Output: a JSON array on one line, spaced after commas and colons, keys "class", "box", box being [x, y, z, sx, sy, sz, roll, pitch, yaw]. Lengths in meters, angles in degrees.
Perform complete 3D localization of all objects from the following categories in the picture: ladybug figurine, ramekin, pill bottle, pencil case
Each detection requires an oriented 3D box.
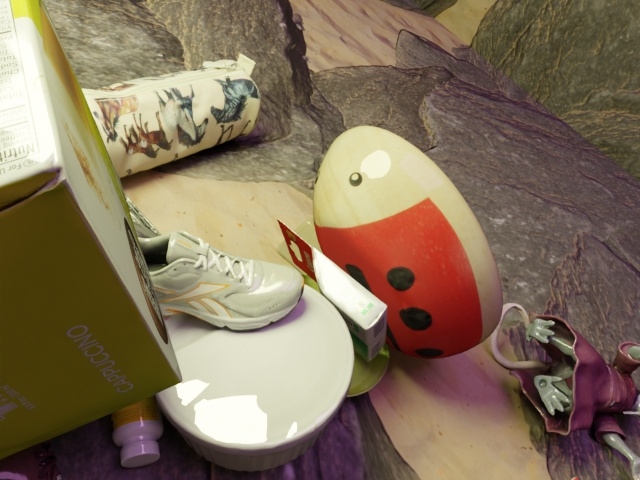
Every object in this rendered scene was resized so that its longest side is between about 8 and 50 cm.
[{"class": "ladybug figurine", "box": [0.127, 0.035, 0.918, 0.162, 0.305, 0.449, -43, 114, -25]}, {"class": "ramekin", "box": [-0.092, 0.184, 0.778, 0.272, 0.127, 0.273, 3, 45, -3]}, {"class": "pill bottle", "box": [-0.240, 0.230, 0.736, 0.065, 0.065, 0.116, 4, 49, -30]}, {"class": "pencil case", "box": [-0.297, -0.238, 1.050, 0.159, 0.184, 0.410, 33, 39, 25]}]

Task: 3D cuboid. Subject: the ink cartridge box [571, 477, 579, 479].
[{"class": "ink cartridge box", "box": [0.360, 0.484, 0.867, 0.231, 0.078, 0.134, -13, 60, -40]}]

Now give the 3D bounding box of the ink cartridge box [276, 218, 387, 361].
[{"class": "ink cartridge box", "box": [0.008, 0.083, 0.901, 0.224, 0.181, 0.056, 37, 73, 21]}]

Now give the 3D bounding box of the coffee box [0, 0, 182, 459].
[{"class": "coffee box", "box": [-0.358, -0.006, 0.507, 0.338, 0.338, 0.334, -20, 56, -13]}]

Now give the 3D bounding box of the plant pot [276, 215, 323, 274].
[{"class": "plant pot", "box": [0.000, 0.000, 1.080, 0.109, 0.096, 0.109, 40, 42, 8]}]

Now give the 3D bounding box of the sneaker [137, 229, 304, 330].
[{"class": "sneaker", "box": [-0.151, 0.044, 0.739, 0.262, 0.121, 0.099, 1, 44, -3]}]

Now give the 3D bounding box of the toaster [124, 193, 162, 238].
[{"class": "toaster", "box": [-0.328, -0.015, 0.826, 0.186, 0.110, 0.168, 46, -2, 13]}]

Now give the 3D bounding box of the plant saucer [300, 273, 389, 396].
[{"class": "plant saucer", "box": [0.006, 0.165, 0.974, 0.240, 0.037, 0.241, 18, 44, -18]}]

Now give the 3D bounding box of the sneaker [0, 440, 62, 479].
[{"class": "sneaker", "box": [-0.326, 0.230, 0.672, 0.162, 0.106, 0.281, 45, 51, 3]}]

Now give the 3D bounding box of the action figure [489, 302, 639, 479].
[{"class": "action figure", "box": [0.535, 0.301, 1.123, 0.370, 0.248, 0.275, 22, -1, -31]}]
